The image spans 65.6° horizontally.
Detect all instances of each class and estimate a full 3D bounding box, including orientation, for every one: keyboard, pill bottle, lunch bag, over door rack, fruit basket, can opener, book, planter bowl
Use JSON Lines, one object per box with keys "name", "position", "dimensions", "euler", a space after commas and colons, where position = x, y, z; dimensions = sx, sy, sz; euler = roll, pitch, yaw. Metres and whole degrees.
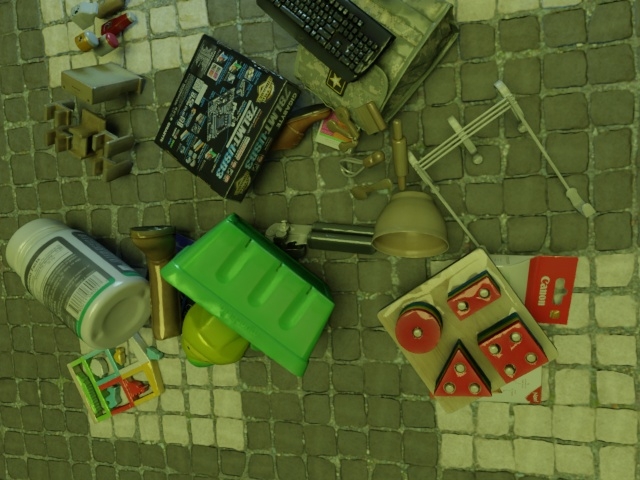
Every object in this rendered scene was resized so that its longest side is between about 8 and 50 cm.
{"name": "keyboard", "position": [0.022, -0.464, 0.958], "dimensions": [0.317, 0.033, 0.201], "euler": [46, 103, 19]}
{"name": "pill bottle", "position": [-0.615, 0.098, 1.264], "dimensions": [0.361, 0.204, 0.204], "euler": [32, 104, 23]}
{"name": "lunch bag", "position": [0.099, -0.392, 1.029], "dimensions": [0.235, 0.169, 0.287], "euler": [41, 104, 17]}
{"name": "over door rack", "position": [0.358, -0.127, 1.032], "dimensions": [0.239, 0.108, 0.324], "euler": [-36, 99, 18]}
{"name": "fruit basket", "position": [-0.198, 0.168, 1.117], "dimensions": [0.392, 0.283, 0.392], "euler": [-1, 99, -5]}
{"name": "can opener", "position": [0.000, 0.000, 1.169], "dimensions": [0.280, 0.074, 0.093], "euler": [2, 130, 18]}
{"name": "book", "position": [0.054, -0.280, 1.133], "dimensions": [0.096, 0.035, 0.144], "euler": [24, 102, 16]}
{"name": "planter bowl", "position": [0.193, -0.039, 1.066], "dimensions": [0.162, 0.162, 0.109], "euler": [0, 70, 16]}

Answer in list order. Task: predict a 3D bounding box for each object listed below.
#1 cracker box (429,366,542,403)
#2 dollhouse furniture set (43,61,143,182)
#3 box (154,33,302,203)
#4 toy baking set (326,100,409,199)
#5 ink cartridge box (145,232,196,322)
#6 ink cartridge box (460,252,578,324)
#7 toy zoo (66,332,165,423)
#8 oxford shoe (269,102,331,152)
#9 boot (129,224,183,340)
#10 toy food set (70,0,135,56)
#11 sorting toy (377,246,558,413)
{"name": "cracker box", "position": [0.348, 0.266, 1.066], "dimensions": [0.232, 0.067, 0.155], "euler": [-4, 115, 16]}
{"name": "dollhouse furniture set", "position": [-0.566, -0.313, 1.279], "dimensions": [0.212, 0.161, 0.242], "euler": [30, 125, 11]}
{"name": "box", "position": [-0.226, -0.285, 1.151], "dimensions": [0.293, 0.073, 0.295], "euler": [36, 104, 27]}
{"name": "toy baking set", "position": [0.105, -0.182, 1.048], "dimensions": [0.197, 0.030, 0.256], "euler": [23, 143, 39]}
{"name": "ink cartridge box", "position": [-0.352, 0.103, 1.287], "dimensions": [0.206, 0.045, 0.208], "euler": [21, 101, 14]}
{"name": "ink cartridge box", "position": [0.403, 0.115, 1.029], "dimensions": [0.225, 0.056, 0.181], "euler": [3, 123, 17]}
{"name": "toy zoo", "position": [-0.557, 0.375, 1.384], "dimensions": [0.293, 0.030, 0.192], "euler": [-26, 88, 18]}
{"name": "oxford shoe", "position": [-0.060, -0.258, 1.154], "dimensions": [0.212, 0.076, 0.076], "euler": [-18, 113, 26]}
{"name": "boot", "position": [-0.370, 0.100, 1.158], "dimensions": [0.089, 0.236, 0.269], "euler": [-3, 92, -1]}
{"name": "toy food set", "position": [-0.528, -0.555, 1.221], "dimensions": [0.104, 0.111, 0.232], "euler": [-20, 59, 17]}
{"name": "sorting toy", "position": [0.280, 0.191, 0.971], "dimensions": [0.255, 0.089, 0.257], "euler": [-36, 89, 19]}
